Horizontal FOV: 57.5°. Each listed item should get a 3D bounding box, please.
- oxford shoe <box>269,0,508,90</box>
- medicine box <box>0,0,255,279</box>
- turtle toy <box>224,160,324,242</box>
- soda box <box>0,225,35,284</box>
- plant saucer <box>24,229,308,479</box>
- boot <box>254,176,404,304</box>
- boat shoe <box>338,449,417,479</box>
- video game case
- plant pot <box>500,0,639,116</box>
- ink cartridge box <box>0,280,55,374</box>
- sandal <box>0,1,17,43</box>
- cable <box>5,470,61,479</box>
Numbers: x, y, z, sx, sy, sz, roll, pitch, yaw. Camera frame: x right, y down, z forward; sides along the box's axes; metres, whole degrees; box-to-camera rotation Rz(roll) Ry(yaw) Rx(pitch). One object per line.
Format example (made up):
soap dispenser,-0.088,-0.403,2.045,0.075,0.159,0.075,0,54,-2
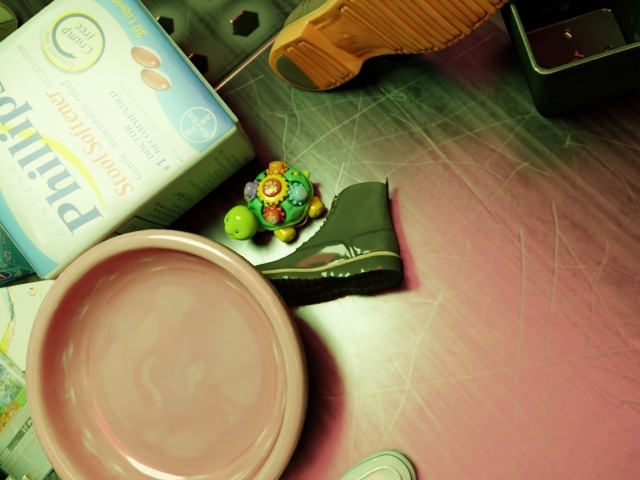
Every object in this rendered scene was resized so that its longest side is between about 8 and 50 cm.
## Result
oxford shoe,0.073,-0.291,0.675,0.364,0.130,0.132,-4,64,48
medicine box,-0.279,-0.135,0.741,0.289,0.149,0.263,-39,85,-2
turtle toy,-0.064,-0.047,0.740,0.130,0.066,0.095,-42,68,-1
soda box,-0.472,-0.046,0.842,0.067,0.071,0.210,-19,70,9
plant saucer,-0.169,0.153,0.665,0.332,0.084,0.332,0,91,13
boot,0.000,0.000,0.719,0.198,0.077,0.137,-7,60,11
boat shoe,0.016,0.316,0.605,0.083,0.076,0.226,39,86,21
video game case,-0.388,0.223,0.727,0.166,0.015,0.119,41,103,2
plant pot,0.299,-0.247,0.654,0.187,0.167,0.188,-15,71,9
ink cartridge box,-0.402,0.123,0.775,0.198,0.067,0.115,-10,72,11
sandal,-0.600,-0.317,0.964,0.219,0.090,0.060,-45,46,6
cable,-0.260,0.361,0.657,0.072,0.139,0.287,-45,89,-6
